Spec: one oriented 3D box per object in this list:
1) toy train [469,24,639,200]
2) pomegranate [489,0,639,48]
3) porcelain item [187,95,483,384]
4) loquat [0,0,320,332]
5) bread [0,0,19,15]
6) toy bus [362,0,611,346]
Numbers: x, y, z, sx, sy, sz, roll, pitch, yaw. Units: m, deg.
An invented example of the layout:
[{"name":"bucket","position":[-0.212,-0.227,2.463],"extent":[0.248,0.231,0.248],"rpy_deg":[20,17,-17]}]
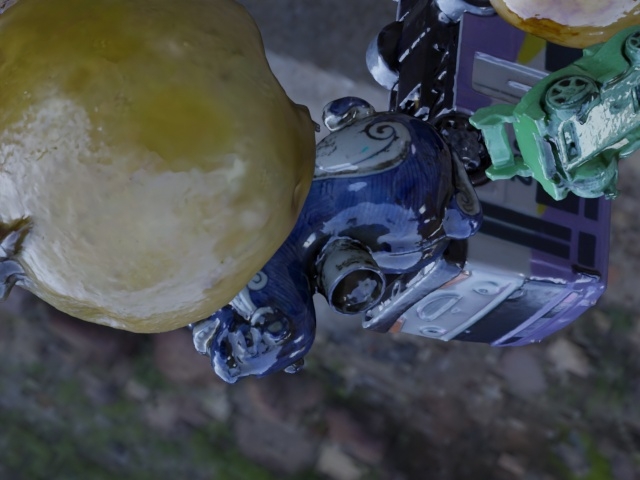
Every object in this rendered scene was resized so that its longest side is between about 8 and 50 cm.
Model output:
[{"name":"toy train","position":[0.189,-0.093,1.310],"extent":[0.081,0.149,0.099],"rpy_deg":[36,158,43]},{"name":"pomegranate","position":[0.255,-0.293,1.738],"extent":[0.248,0.248,0.248],"rpy_deg":[23,151,13]},{"name":"porcelain item","position":[0.000,0.000,1.595],"extent":[0.138,0.288,0.186],"rpy_deg":[82,162,-50]},{"name":"loquat","position":[-0.126,-0.052,1.160],"extent":[0.244,0.244,0.244],"rpy_deg":[23,151,13]},{"name":"bread","position":[-0.287,-0.201,1.592],"extent":[0.072,0.053,0.106],"rpy_deg":[39,116,-3]},{"name":"toy bus","position":[0.189,-0.105,2.019],"extent":[0.249,0.440,0.209],"rpy_deg":[16,152,-18]}]
